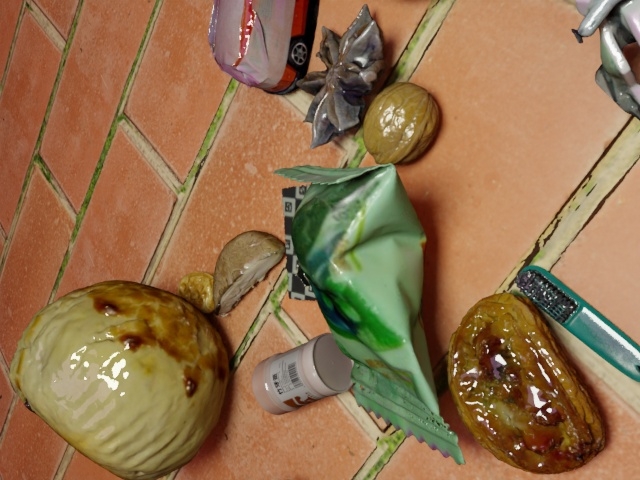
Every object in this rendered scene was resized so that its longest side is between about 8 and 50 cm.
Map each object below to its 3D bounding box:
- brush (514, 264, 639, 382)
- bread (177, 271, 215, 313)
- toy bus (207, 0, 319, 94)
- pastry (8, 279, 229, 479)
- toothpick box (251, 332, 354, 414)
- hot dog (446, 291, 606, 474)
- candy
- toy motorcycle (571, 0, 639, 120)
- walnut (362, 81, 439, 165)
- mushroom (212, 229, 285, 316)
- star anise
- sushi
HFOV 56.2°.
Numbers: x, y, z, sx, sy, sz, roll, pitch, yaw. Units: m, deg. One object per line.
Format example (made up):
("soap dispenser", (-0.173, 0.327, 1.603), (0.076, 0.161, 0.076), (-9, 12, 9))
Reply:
("brush", (0.311, 0.098, 0.717), (0.193, 0.032, 0.043), (46, 119, 33))
("bread", (-0.243, 0.104, 1.203), (0.111, 0.044, 0.083), (-2, 86, 40))
("toy bus", (-0.089, -0.404, 0.995), (0.127, 0.147, 0.302), (18, 102, 46))
("pastry", (-0.349, 0.241, 1.109), (0.388, 0.312, 0.388), (32, 153, 18))
("toothpick box", (-0.029, 0.219, 0.977), (0.149, 0.098, 0.098), (-31, 71, 37))
("hot dog", (0.245, 0.178, 0.736), (0.160, 0.099, 0.227), (-49, 63, 35))
("candy", (0.066, 0.083, 0.803), (0.263, 0.172, 0.398), (-166, 63, -74))
("toy motorcycle", (0.344, -0.177, 0.578), (0.143, 0.188, 0.327), (-32, 70, 30))
("walnut", (0.111, -0.162, 0.849), (0.105, 0.105, 0.124), (50, 115, 29))
("mushroom", (-0.150, 0.051, 1.101), (0.210, 0.072, 0.094), (-43, 55, 34))
("star anise", (0.041, -0.239, 0.893), (0.230, 0.081, 0.262), (-66, 27, 1))
("sushi", (0.000, 0.000, 0.994), (0.139, 0.031, 0.201), (-1, 94, 41))
